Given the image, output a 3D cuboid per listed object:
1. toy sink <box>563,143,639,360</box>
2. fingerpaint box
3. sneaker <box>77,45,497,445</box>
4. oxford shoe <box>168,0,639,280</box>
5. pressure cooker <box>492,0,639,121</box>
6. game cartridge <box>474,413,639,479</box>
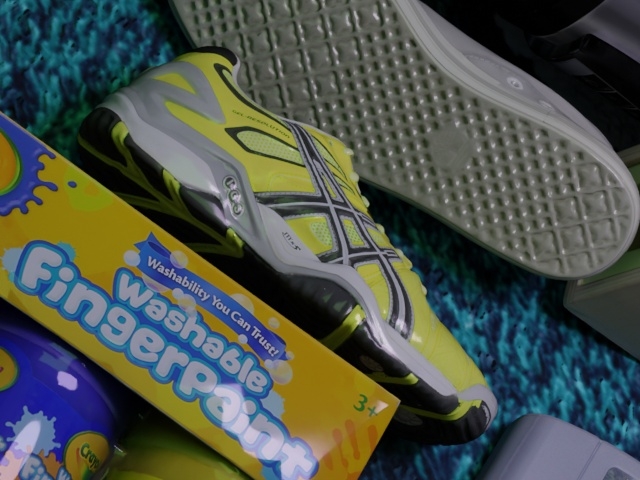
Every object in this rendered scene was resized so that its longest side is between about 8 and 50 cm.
[{"bbox_3d":[0.330,-0.009,1.563,0.131,0.234,0.152,34,58,-28],"label":"toy sink"},{"bbox_3d":[-0.226,0.141,1.285,0.445,0.163,0.371,37,58,-8],"label":"fingerpaint box"},{"bbox_3d":[0.000,0.000,1.464,0.385,0.145,0.147,44,62,-4],"label":"sneaker"},{"bbox_3d":[0.064,-0.125,1.570,0.449,0.169,0.130,34,17,0],"label":"oxford shoe"},{"bbox_3d":[0.317,-0.300,1.616,0.420,0.370,0.375,28,56,-17],"label":"pressure cooker"},{"bbox_3d":[0.237,0.279,1.518,0.294,0.060,0.196,39,54,-6],"label":"game cartridge"}]
